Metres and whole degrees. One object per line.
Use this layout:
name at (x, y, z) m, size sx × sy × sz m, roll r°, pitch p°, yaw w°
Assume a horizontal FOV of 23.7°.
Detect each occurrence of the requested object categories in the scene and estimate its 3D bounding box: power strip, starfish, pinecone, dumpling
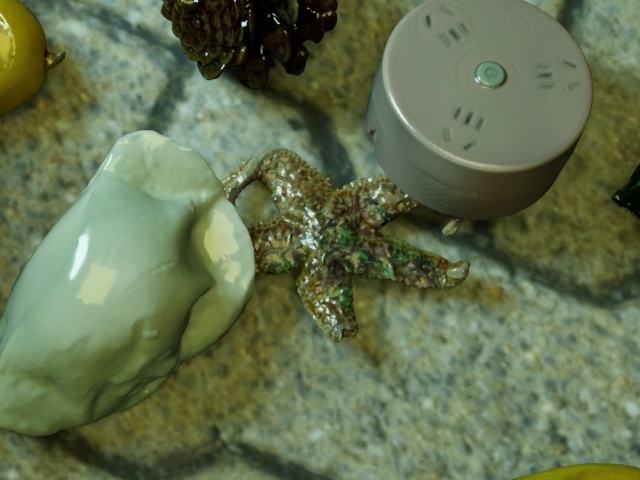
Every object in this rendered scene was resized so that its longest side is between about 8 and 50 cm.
power strip at (0.112, -0.096, 1.067) m, size 0.154 × 0.078 × 0.154 m, roll 3°, pitch 61°, yaw -6°
starfish at (0.000, 0.003, 1.096) m, size 0.210 × 0.053 × 0.150 m, roll -14°, pitch 72°, yaw -1°
pinecone at (-0.044, -0.176, 1.064) m, size 0.121 × 0.140 × 0.140 m, roll -30°, pitch 86°, yaw -34°
dumpling at (-0.133, 0.044, 1.046) m, size 0.151 × 0.124 × 0.229 m, roll 33°, pitch 95°, yaw -29°

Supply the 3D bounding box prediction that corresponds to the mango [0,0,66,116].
mango at (-0.273, -0.127, 1.075) m, size 0.187 × 0.066 × 0.101 m, roll -8°, pitch 91°, yaw 3°

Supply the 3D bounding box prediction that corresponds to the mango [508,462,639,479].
mango at (0.184, 0.240, 1.039) m, size 0.317 × 0.119 × 0.176 m, roll 6°, pitch 91°, yaw 2°

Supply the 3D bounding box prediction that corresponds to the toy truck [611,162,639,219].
toy truck at (0.343, 0.010, 1.072) m, size 0.259 × 0.121 × 0.088 m, roll 37°, pitch 82°, yaw 1°
